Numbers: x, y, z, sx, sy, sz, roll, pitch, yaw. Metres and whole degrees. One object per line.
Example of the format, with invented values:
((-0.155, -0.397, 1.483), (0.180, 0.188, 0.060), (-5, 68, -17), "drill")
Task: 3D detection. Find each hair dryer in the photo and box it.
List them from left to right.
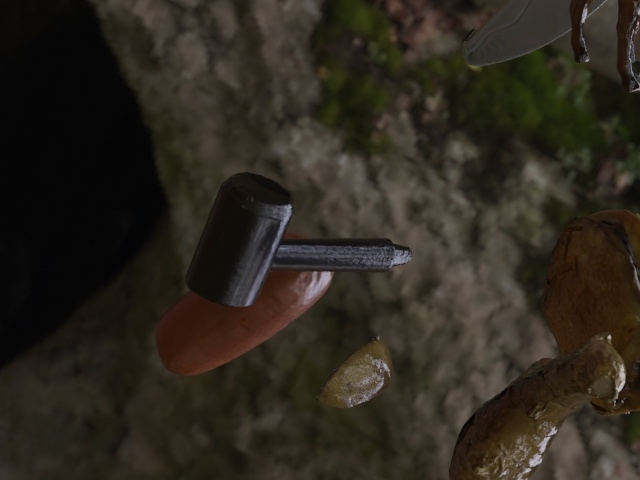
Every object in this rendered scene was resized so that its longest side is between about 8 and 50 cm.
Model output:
((0.000, 0.002, 1.546), (0.248, 0.070, 0.114), (1, 123, -37), "hair dryer")

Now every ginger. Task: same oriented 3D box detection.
((0.187, 0.166, 1.515), (0.148, 0.081, 0.333), (-35, 167, -34), "ginger")

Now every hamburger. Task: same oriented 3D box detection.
((0.370, 0.083, 1.908), (0.244, 0.163, 0.244), (172, -90, -68), "hamburger")

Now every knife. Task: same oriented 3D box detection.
((0.252, -0.267, 1.549), (0.336, 0.081, 0.043), (-50, 176, 37), "knife")

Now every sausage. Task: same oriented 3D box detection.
((-0.087, 0.073, 2.027), (0.259, 0.113, 0.113), (-35, -168, 35), "sausage")

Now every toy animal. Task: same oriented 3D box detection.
((0.275, -0.220, 1.306), (0.224, 0.066, 0.229), (-132, -136, -58), "toy animal")

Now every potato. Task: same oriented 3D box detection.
((0.040, 0.115, 1.441), (0.093, 0.036, 0.037), (-34, 156, -43), "potato")
